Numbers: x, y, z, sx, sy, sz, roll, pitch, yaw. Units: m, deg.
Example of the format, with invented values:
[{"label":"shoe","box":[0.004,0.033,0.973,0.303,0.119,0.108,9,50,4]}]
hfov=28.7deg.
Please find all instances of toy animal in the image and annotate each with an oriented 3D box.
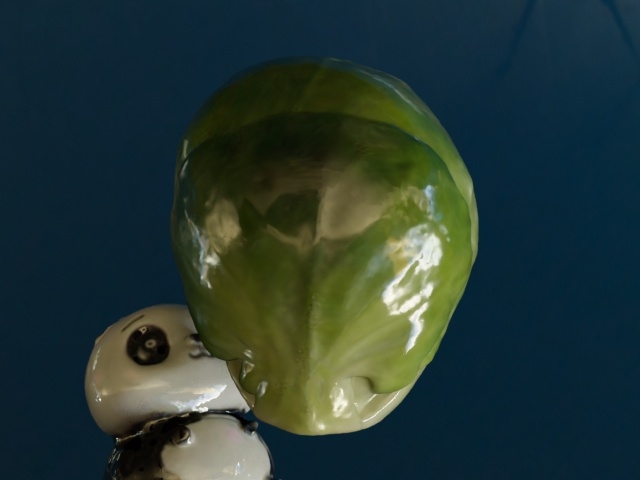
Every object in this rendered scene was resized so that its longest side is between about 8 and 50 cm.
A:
[{"label":"toy animal","box":[-0.151,0.181,1.304,0.165,0.187,0.235,-28,-113,50]}]

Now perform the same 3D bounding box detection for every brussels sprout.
[{"label":"brussels sprout","box":[0.003,0.000,1.179,0.289,0.281,0.354,2,-93,8]}]
